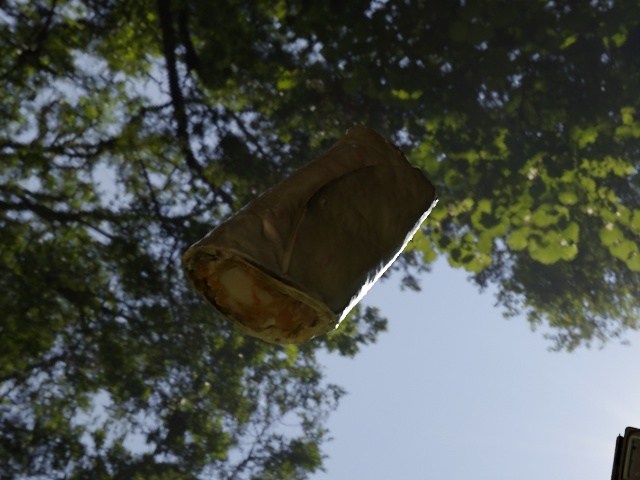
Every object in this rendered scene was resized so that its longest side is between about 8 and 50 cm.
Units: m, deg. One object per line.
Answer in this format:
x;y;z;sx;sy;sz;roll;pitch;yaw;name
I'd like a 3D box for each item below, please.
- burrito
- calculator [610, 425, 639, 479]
-0.002;-0.004;0.874;0.105;0.143;0.299;-24;-167;44;burrito
0.395;0.356;0.964;0.165;0.028;0.274;8;-94;19;calculator
